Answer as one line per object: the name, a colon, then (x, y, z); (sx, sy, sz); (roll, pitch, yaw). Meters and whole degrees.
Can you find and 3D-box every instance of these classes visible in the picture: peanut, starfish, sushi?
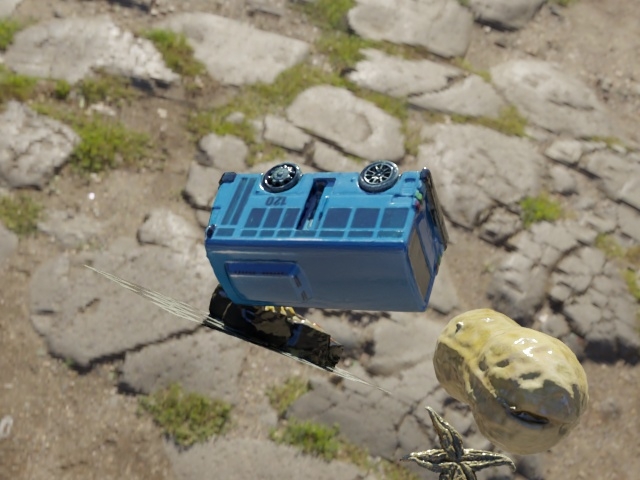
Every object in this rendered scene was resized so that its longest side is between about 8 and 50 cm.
peanut: (0.217, 0.158, 1.276); (0.149, 0.149, 0.313); (5, 6, -15)
starfish: (0.104, 0.167, 0.819); (0.092, 0.016, 0.086); (0, 71, -16)
sushi: (-0.063, 0.067, 1.010); (0.279, 0.043, 0.192); (26, -4, -39)

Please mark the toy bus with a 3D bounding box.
toy bus: (0.000, 0.000, 0.876); (0.185, 0.090, 0.106); (0, 49, 23)
